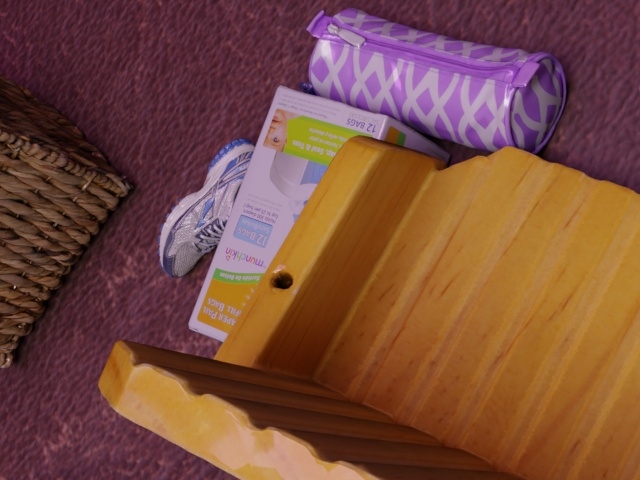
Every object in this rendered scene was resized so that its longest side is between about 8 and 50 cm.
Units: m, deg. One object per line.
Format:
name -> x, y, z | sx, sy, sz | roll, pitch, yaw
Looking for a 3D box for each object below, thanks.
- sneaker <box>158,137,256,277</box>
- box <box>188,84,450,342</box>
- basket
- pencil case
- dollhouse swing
sneaker -> -0.087, -0.020, 1.098 | 0.058, 0.052, 0.135 | 39, 100, 30
box -> 0.000, 0.000, 1.002 | 0.114, 0.103, 0.203 | 20, 88, 36
basket -> -0.364, -0.051, 1.134 | 0.213, 0.299, 0.223 | 42, 101, 34
pencil case -> 0.085, -0.126, 0.991 | 0.206, 0.088, 0.086 | 19, 62, 33
dollhouse swing -> 0.107, 0.047, 0.731 | 0.347, 0.305, 0.315 | 23, 74, 27
